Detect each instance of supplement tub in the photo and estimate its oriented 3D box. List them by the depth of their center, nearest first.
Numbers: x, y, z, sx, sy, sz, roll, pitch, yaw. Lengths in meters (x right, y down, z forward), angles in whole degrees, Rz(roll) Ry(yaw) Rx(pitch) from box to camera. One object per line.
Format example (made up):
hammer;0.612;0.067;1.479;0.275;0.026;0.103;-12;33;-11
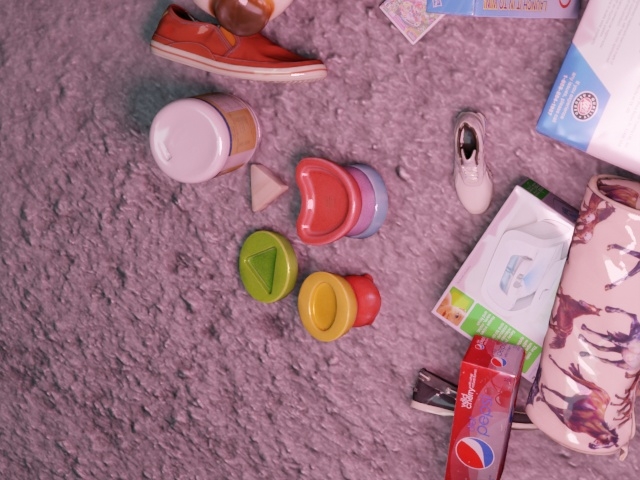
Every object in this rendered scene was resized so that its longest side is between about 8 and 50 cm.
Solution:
supplement tub;-0.192;-0.181;1.910;0.144;0.199;0.144;4;102;17

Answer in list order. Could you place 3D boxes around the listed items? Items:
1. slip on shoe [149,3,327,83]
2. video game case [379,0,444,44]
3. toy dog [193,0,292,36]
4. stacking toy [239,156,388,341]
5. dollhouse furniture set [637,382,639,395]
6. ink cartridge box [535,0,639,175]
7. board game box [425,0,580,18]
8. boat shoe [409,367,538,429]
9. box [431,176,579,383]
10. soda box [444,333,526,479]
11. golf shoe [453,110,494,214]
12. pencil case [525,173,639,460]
slip on shoe;-0.142;-0.335;1.909;0.331;0.123;0.101;18;103;19
video game case;0.170;-0.399;1.841;0.122;0.011;0.087;-42;86;21
toy dog;-0.048;-0.498;1.618;0.408;0.285;0.395;-41;131;21
stacking toy;0.000;0.000;1.963;0.279;0.130;0.309;16;105;42
dollhouse furniture set;0.662;0.252;1.716;0.303;0.198;0.286;-26;93;21
ink cartridge box;0.567;-0.226;1.660;0.394;0.166;0.286;25;109;13
board game box;0.286;-0.481;1.623;0.086;0.308;0.302;15;107;39
boat shoe;0.275;0.280;1.918;0.233;0.084;0.079;13;81;11
box;0.355;0.070;1.821;0.231;0.127;0.262;36;109;10
soda box;0.267;0.289;1.811;0.092;0.083;0.263;15;123;17
golf shoe;0.246;-0.124;1.836;0.069;0.086;0.176;-5;102;18
pencil case;0.437;0.117;1.650;0.183;0.160;0.410;20;108;23
